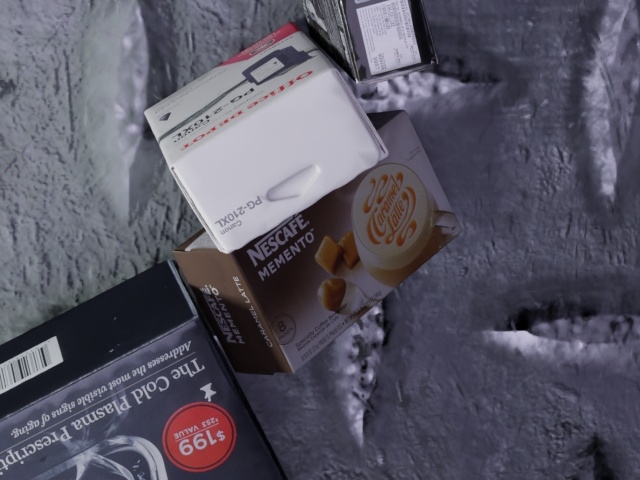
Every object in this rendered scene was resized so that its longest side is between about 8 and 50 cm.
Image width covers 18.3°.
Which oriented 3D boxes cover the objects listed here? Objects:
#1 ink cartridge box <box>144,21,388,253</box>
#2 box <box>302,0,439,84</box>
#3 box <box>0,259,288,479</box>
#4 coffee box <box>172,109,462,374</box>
[{"bbox_3d":[-0.055,-0.098,1.807,0.172,0.237,0.100,-32,109,-1],"label":"ink cartridge box"},{"bbox_3d":[0.010,-0.310,1.757,0.076,0.242,0.307,-16,107,-5],"label":"box"},{"bbox_3d":[-0.210,0.246,1.863,0.343,0.179,0.313,-28,112,-3],"label":"box"},{"bbox_3d":[0.000,0.000,1.862,0.246,0.098,0.141,-38,111,-32],"label":"coffee box"}]
